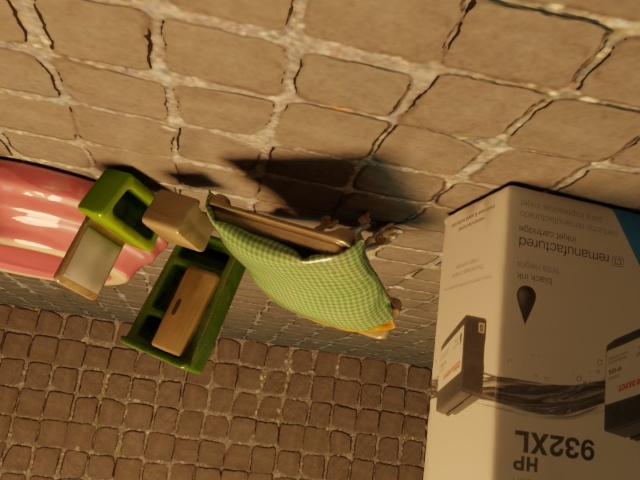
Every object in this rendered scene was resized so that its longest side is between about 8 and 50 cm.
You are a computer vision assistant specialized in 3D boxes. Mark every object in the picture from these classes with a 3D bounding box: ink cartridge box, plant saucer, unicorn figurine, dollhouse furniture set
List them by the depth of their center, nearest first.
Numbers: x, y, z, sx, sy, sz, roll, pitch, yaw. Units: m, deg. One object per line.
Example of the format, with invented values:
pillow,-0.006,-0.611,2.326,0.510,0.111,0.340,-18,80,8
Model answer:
ink cartridge box,0.229,0.129,0.614,0.223,0.307,0.129,11,165,-14
dollhouse furniture set,-0.092,0.061,0.662,0.301,0.151,0.197,16,162,27
unicorn figurine,0.000,0.000,0.732,0.162,0.060,0.111,16,159,-20
plant saucer,-0.361,-0.010,0.837,0.332,0.084,0.332,7,165,2
